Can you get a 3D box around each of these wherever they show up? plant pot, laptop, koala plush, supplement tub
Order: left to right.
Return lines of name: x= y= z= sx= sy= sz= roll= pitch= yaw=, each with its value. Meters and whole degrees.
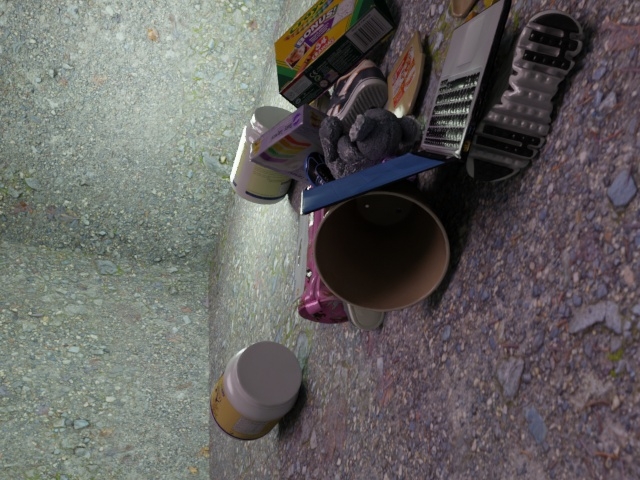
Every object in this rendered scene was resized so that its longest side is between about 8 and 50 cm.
supplement tub: x=-0.204 y=0.474 z=2.176 sx=0.331 sy=0.241 sz=0.241 roll=122 pitch=153 yaw=-52
supplement tub: x=-0.200 y=-0.325 z=2.650 sx=0.235 sy=0.235 sz=0.324 roll=-99 pitch=25 yaw=-49
koala plush: x=0.123 y=-0.228 z=1.615 sx=0.221 sy=0.196 sz=0.203 roll=137 pitch=132 yaw=-60
plant pot: x=0.127 y=-0.035 z=1.417 sx=0.274 sy=0.257 sz=0.256 roll=-77 pitch=5 yaw=-62
laptop: x=0.129 y=-0.234 z=1.254 sx=0.382 sy=0.236 sz=0.407 roll=-100 pitch=24 yaw=-80

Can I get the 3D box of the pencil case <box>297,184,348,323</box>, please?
pencil case: x=0.028 y=0.025 z=1.791 sx=0.160 sy=0.167 sz=0.386 roll=125 pitch=150 yaw=-59

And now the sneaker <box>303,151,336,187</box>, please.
sneaker: x=0.035 y=-0.142 z=1.735 sx=0.232 sy=0.081 sz=0.090 roll=57 pitch=158 yaw=18

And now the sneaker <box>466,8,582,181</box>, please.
sneaker: x=0.319 y=-0.229 z=1.109 sx=0.118 sy=0.110 sz=0.292 roll=-81 pitch=11 yaw=-61

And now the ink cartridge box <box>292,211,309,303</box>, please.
ink cartridge box: x=0.000 y=0.000 z=2.080 sx=0.330 sy=0.071 sz=0.324 roll=129 pitch=148 yaw=-64

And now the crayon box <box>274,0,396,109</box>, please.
crayon box: x=0.028 y=-0.592 z=2.005 sx=0.363 sy=0.106 sz=0.313 roll=-37 pitch=37 yaw=24

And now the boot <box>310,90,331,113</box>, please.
boot: x=0.016 y=-0.412 z=2.090 sx=0.095 sy=0.123 sz=0.258 roll=49 pitch=-132 yaw=-61

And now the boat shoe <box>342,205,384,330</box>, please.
boat shoe: x=0.077 y=0.047 z=1.610 sx=0.099 sy=0.116 sz=0.319 roll=-165 pitch=65 yaw=-75

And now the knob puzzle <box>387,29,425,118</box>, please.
knob puzzle: x=0.212 y=-0.373 z=1.653 sx=0.213 sy=0.030 sz=0.213 roll=-169 pitch=90 yaw=-73

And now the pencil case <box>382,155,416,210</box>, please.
pencil case: x=0.147 y=-0.100 z=1.607 sx=0.086 sy=0.088 sz=0.206 roll=-99 pitch=26 yaw=-46

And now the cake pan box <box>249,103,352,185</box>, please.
cake pan box: x=-0.015 y=-0.240 z=1.848 sx=0.246 sy=0.267 sz=0.070 roll=-22 pitch=56 yaw=46

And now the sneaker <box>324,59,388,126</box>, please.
sneaker: x=0.080 y=-0.360 z=1.927 sx=0.321 sy=0.126 sz=0.127 roll=-47 pitch=39 yaw=41

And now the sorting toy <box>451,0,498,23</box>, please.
sorting toy: x=0.319 y=-0.560 z=1.382 sx=0.229 sy=0.041 sz=0.307 roll=130 pitch=147 yaw=-60

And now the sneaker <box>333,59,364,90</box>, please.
sneaker: x=0.085 y=-0.522 z=2.076 sx=0.252 sy=0.103 sz=0.111 roll=-108 pitch=36 yaw=-47
